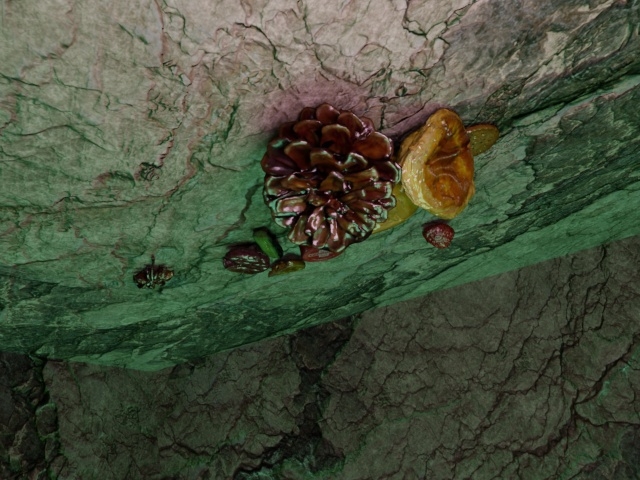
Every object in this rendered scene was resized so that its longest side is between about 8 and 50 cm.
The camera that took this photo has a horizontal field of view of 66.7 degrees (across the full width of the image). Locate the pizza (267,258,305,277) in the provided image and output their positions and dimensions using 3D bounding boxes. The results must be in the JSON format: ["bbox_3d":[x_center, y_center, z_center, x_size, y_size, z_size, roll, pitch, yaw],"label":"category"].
[{"bbox_3d":[-0.171,0.125,2.311,0.193,0.053,0.201,-17,168,6],"label":"pizza"}]

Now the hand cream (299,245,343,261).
[{"bbox_3d":[0.000,0.000,2.024,0.193,0.125,0.193,-10,158,-4],"label":"hand cream"}]

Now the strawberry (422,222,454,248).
[{"bbox_3d":[0.557,-0.023,2.284,0.148,0.131,0.131,-3,157,-42],"label":"strawberry"}]

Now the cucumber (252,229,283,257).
[{"bbox_3d":[-0.213,0.005,2.012,0.078,0.062,0.211,5,155,14],"label":"cucumber"}]

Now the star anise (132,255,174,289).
[{"bbox_3d":[-0.718,0.147,2.045,0.177,0.073,0.234,-24,149,3],"label":"star anise"}]

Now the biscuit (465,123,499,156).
[{"bbox_3d":[0.512,-0.334,1.651,0.188,0.027,0.188,-13,158,-5],"label":"biscuit"}]

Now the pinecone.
[{"bbox_3d":[0.021,-0.159,1.295,0.398,0.397,0.397,-11,157,-5],"label":"pinecone"}]

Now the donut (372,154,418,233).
[{"bbox_3d":[0.138,-0.147,1.667,0.449,0.198,0.449,-10,159,-4],"label":"donut"}]

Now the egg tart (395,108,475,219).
[{"bbox_3d":[0.353,-0.224,1.496,0.153,0.351,0.339,4,146,46],"label":"egg tart"}]

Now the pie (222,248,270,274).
[{"bbox_3d":[-0.322,0.092,2.100,0.204,0.054,0.219,15,153,-28],"label":"pie"}]
